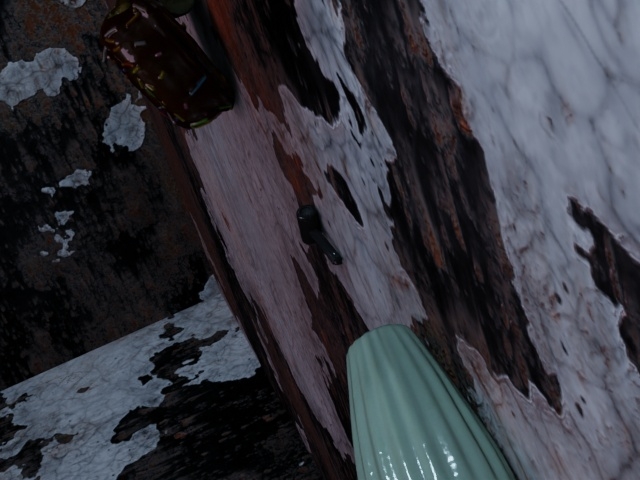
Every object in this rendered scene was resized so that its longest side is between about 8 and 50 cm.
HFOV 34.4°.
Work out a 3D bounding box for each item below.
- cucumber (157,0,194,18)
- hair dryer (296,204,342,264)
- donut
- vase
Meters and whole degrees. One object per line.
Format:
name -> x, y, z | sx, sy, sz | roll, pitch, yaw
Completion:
cucumber -> -0.213, -0.340, 1.451 | 0.214, 0.052, 0.058 | -142, 59, -73
hair dryer -> 0.000, 0.000, 1.187 | 0.083, 0.026, 0.047 | 54, 166, 39
donut -> -0.218, -0.239, 1.416 | 0.216, 0.096, 0.230 | 49, 171, -33
vase -> 0.085, 0.179, 0.875 | 0.128, 0.128, 0.248 | 76, 175, -47
